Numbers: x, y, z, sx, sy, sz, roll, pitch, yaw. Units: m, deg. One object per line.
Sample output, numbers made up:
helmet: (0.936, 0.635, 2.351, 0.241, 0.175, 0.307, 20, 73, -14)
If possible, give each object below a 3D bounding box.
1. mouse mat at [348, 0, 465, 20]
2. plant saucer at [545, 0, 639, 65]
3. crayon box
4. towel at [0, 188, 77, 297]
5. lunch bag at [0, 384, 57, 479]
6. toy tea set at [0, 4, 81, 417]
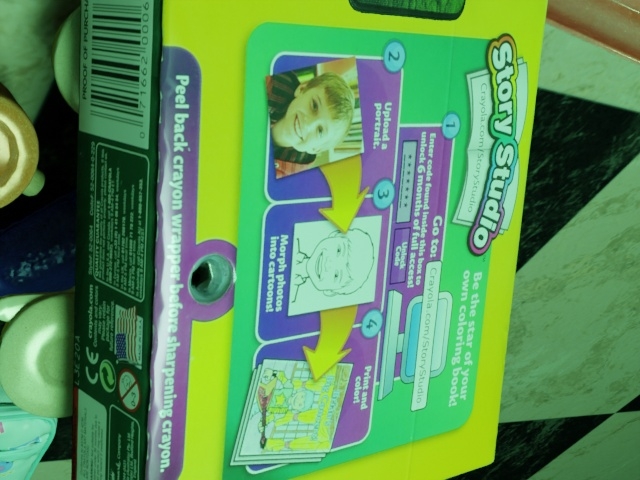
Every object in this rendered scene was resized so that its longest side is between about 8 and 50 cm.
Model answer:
mouse mat: (0.060, -0.219, 0.526, 0.152, 0.007, 0.190, -17, 115, -57)
plant saucer: (0.272, -0.233, 0.650, 0.259, 0.048, 0.258, 24, 137, -1)
crayon box: (0.000, 0.000, 0.645, 0.313, 0.106, 0.363, -6, 106, -40)
towel: (-0.101, -0.020, 0.807, 0.308, 0.076, 0.227, -28, 152, 9)
lunch bag: (-0.395, 0.183, 0.867, 0.279, 0.108, 0.224, 4, 138, -38)
toy tea set: (-0.169, -0.003, 0.671, 0.200, 0.124, 0.336, -26, 116, -25)
